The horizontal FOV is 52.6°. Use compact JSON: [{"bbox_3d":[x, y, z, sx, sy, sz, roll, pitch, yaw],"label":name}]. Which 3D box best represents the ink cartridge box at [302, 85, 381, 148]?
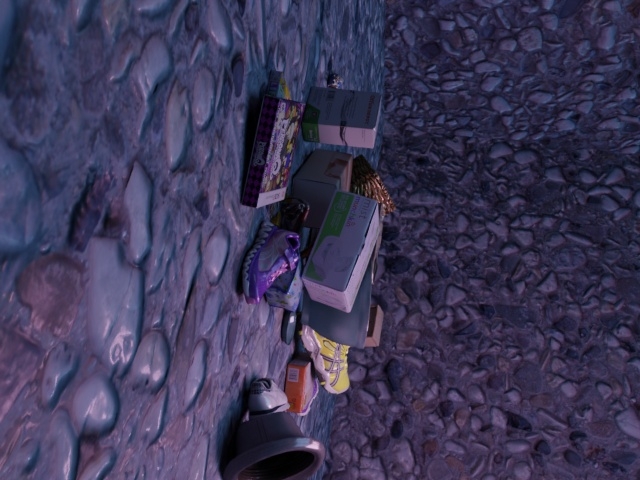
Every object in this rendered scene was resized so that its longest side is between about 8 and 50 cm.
[{"bbox_3d":[0.064,-0.355,1.870,0.086,0.209,0.153,84,16,-56],"label":"ink cartridge box"}]

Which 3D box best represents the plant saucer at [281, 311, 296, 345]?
[{"bbox_3d":[-0.097,0.258,1.963,0.119,0.021,0.119,7,90,-81],"label":"plant saucer"}]

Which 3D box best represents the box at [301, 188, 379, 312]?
[{"bbox_3d":[0.063,0.033,1.739,0.231,0.127,0.261,69,40,-70],"label":"box"}]

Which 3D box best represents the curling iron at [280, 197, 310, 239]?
[{"bbox_3d":[-0.078,-0.022,1.659,0.274,0.068,0.035,106,0,-55],"label":"curling iron"}]

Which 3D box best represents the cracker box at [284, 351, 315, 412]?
[{"bbox_3d":[-0.066,0.474,2.188,0.232,0.067,0.155,3,94,-80],"label":"cracker box"}]

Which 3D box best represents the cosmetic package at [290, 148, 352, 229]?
[{"bbox_3d":[0.009,-0.158,1.938,0.296,0.129,0.153,-64,162,-62],"label":"cosmetic package"}]

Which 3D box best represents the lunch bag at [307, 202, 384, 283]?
[{"bbox_3d":[0.087,0.009,2.222,0.169,0.236,0.286,65,34,-73],"label":"lunch bag"}]

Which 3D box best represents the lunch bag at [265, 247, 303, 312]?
[{"bbox_3d":[-0.087,0.086,1.653,0.128,0.097,0.151,80,29,-61],"label":"lunch bag"}]

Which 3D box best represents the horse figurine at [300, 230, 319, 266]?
[{"bbox_3d":[0.000,0.000,1.969,0.174,0.066,0.263,-43,-178,29],"label":"horse figurine"}]

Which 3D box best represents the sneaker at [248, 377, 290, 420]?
[{"bbox_3d":[-0.135,0.398,1.671,0.235,0.090,0.094,61,18,-83],"label":"sneaker"}]

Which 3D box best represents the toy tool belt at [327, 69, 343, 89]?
[{"bbox_3d":[0.043,-0.523,2.146,0.051,0.052,0.083,42,46,-41],"label":"toy tool belt"}]

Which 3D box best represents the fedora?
[{"bbox_3d":[-0.119,0.493,1.542,0.275,0.244,0.124,68,0,-55],"label":"fedora"}]

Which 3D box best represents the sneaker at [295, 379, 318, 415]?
[{"bbox_3d":[-0.052,0.555,2.357,0.169,0.069,0.071,-71,160,-50],"label":"sneaker"}]

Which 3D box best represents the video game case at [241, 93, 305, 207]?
[{"bbox_3d":[-0.099,-0.193,1.407,0.210,0.042,0.231,-34,138,-75],"label":"video game case"}]

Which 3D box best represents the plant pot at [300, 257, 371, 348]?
[{"bbox_3d":[0.042,0.174,1.957,0.293,0.197,0.292,-176,-90,-89],"label":"plant pot"}]

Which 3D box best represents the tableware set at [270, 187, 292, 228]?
[{"bbox_3d":[-0.099,-0.079,1.669,0.154,0.024,0.103,-71,166,-53],"label":"tableware set"}]

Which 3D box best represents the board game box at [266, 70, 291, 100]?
[{"bbox_3d":[-0.096,-0.305,1.489,0.154,0.026,0.103,67,32,-73],"label":"board game box"}]

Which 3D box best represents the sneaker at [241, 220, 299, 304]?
[{"bbox_3d":[-0.107,0.050,1.469,0.236,0.105,0.095,-72,167,-46],"label":"sneaker"}]

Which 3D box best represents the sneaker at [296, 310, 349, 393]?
[{"bbox_3d":[0.043,0.377,2.178,0.145,0.147,0.384,-101,171,-51],"label":"sneaker"}]

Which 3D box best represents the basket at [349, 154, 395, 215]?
[{"bbox_3d":[0.120,-0.185,2.472,0.213,0.223,0.299,59,4,-21],"label":"basket"}]

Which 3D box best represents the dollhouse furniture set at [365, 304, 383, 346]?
[{"bbox_3d":[0.052,0.243,2.494,0.394,0.257,0.361,58,35,-43],"label":"dollhouse furniture set"}]
